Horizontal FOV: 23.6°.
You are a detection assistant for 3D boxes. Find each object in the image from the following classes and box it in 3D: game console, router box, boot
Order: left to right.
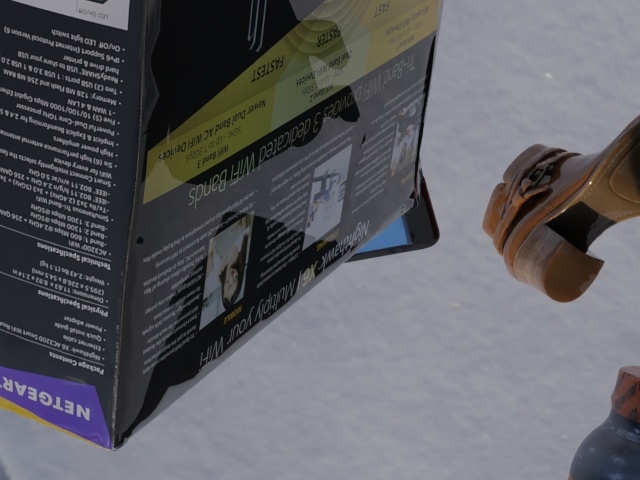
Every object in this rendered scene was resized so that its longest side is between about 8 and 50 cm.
[{"bbox_3d":[-0.034,-0.087,0.676,0.081,0.309,0.243,17,116,20],"label":"router box"},{"bbox_3d":[0.000,0.000,0.976,0.144,0.124,0.085,-11,111,9],"label":"game console"},{"bbox_3d":[0.208,-0.053,1.207,0.197,0.073,0.152,-48,23,5],"label":"boot"}]

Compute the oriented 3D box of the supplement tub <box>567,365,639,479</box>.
[{"bbox_3d":[0.256,0.257,1.072,0.193,0.193,0.316,13,93,34],"label":"supplement tub"}]
